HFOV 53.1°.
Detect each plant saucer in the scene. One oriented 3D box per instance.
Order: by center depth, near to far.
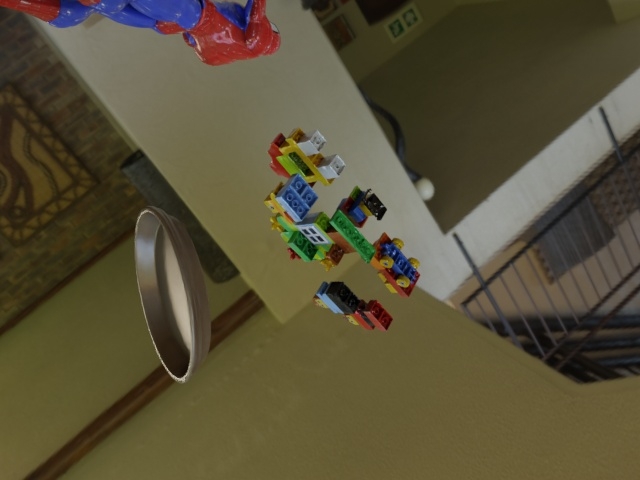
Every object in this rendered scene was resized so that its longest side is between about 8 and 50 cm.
[{"bbox_3d":[-0.231,0.081,0.994,0.041,0.277,0.278,-10,-167,-29],"label":"plant saucer"}]

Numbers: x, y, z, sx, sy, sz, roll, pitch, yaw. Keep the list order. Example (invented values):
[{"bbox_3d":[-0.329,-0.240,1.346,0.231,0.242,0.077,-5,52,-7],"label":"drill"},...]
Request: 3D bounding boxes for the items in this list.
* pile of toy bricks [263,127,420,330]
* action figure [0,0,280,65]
[{"bbox_3d":[0.000,0.000,0.648,0.105,0.212,0.118,-5,-136,50],"label":"pile of toy bricks"},{"bbox_3d":[-0.121,-0.216,0.494,0.092,0.139,0.280,0,-179,34],"label":"action figure"}]
